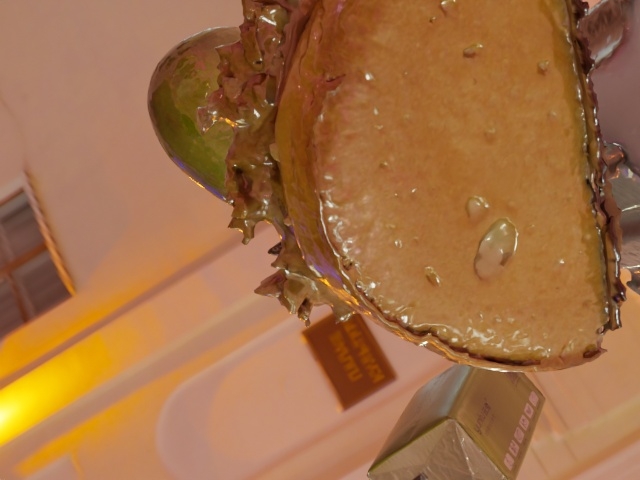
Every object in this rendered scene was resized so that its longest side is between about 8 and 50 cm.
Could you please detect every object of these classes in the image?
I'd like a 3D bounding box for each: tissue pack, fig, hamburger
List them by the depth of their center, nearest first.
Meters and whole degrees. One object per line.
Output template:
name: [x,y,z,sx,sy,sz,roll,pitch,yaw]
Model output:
hamburger: [0.048,-0.085,0.797,0.268,0.287,0.445,-138,29,-61]
tissue pack: [0.231,0.323,1.632,0.167,0.200,0.275,48,-149,1]
fig: [-0.156,-0.203,1.711,0.326,0.258,0.258,66,-173,16]

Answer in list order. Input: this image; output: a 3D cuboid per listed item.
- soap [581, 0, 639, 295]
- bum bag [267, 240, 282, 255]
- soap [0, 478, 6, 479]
soap: [0.396,-0.104,1.199,0.350,0.213,0.435,36,175,1]
bum bag: [-0.001,0.001,1.777,0.248,0.102,0.069,-20,102,49]
soap: [-0.583,0.377,1.383,0.347,0.208,0.115,55,-147,-63]
